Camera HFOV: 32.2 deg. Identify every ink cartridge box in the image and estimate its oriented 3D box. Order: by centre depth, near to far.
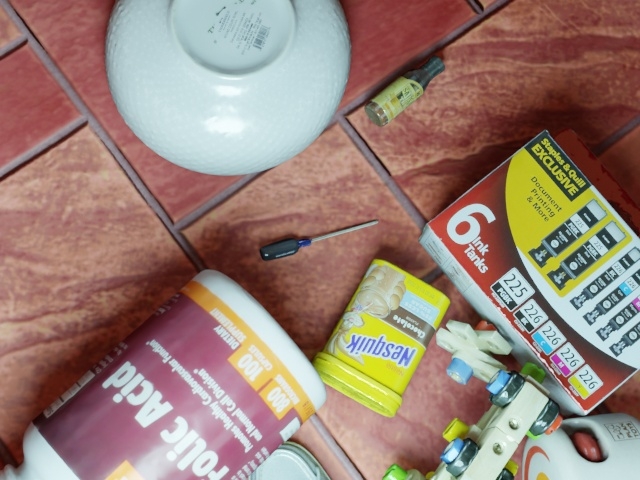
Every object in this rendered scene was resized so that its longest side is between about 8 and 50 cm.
[{"bbox_3d":[0.331,0.024,1.445,0.272,0.130,0.309,-39,82,-7],"label":"ink cartridge box"}]

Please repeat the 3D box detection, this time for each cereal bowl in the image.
[{"bbox_3d":[-0.120,-0.265,1.467,0.339,0.141,0.339,2,76,-6],"label":"cereal bowl"}]

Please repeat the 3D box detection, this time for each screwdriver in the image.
[{"bbox_3d":[0.000,0.000,1.488,0.170,0.024,0.025,-11,109,-16],"label":"screwdriver"}]

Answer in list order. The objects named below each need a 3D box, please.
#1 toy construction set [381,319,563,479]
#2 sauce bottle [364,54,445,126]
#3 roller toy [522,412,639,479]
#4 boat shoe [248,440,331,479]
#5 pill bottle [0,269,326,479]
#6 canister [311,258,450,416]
[{"bbox_3d":[0.180,0.250,1.363,0.151,0.215,0.327,24,72,-4],"label":"toy construction set"},{"bbox_3d":[0.119,-0.210,1.534,0.128,0.042,0.042,-41,85,-12],"label":"sauce bottle"},{"bbox_3d":[0.346,0.312,1.367,0.146,0.209,0.191,-6,72,-9],"label":"roller toy"},{"bbox_3d":[-0.004,0.394,1.347,0.118,0.103,0.320,-14,72,-10],"label":"boat shoe"},{"bbox_3d":[-0.203,0.238,1.301,0.392,0.224,0.224,-43,86,-14],"label":"pill bottle"},{"bbox_3d":[0.079,0.124,1.440,0.126,0.073,0.170,30,74,0],"label":"canister"}]
